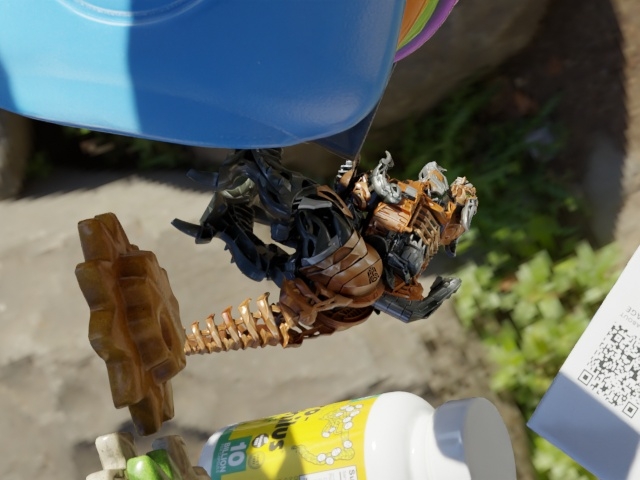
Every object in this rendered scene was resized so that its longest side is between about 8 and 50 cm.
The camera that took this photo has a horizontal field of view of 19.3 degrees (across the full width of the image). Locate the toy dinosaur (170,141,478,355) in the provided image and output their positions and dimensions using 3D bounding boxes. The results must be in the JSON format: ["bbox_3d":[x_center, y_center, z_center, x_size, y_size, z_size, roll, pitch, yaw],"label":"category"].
[{"bbox_3d":[0.000,0.000,1.599,0.218,0.322,0.164,44,120,15],"label":"toy dinosaur"}]

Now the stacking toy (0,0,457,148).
[{"bbox_3d":[-0.004,-0.122,0.725,0.175,0.302,0.165,10,97,21],"label":"stacking toy"}]

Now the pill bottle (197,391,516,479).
[{"bbox_3d":[0.026,0.171,1.326,0.208,0.117,0.117,-14,98,27],"label":"pill bottle"}]

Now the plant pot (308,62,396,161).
[{"bbox_3d":[-0.029,-0.187,1.089,0.167,0.187,0.188,15,124,-9],"label":"plant pot"}]

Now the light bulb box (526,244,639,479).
[{"bbox_3d":[0.431,0.105,1.541,0.358,0.225,0.361,37,101,26],"label":"light bulb box"}]

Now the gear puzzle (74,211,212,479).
[{"bbox_3d":[-0.028,0.148,0.699,0.044,0.175,0.338,-18,81,7],"label":"gear puzzle"}]
